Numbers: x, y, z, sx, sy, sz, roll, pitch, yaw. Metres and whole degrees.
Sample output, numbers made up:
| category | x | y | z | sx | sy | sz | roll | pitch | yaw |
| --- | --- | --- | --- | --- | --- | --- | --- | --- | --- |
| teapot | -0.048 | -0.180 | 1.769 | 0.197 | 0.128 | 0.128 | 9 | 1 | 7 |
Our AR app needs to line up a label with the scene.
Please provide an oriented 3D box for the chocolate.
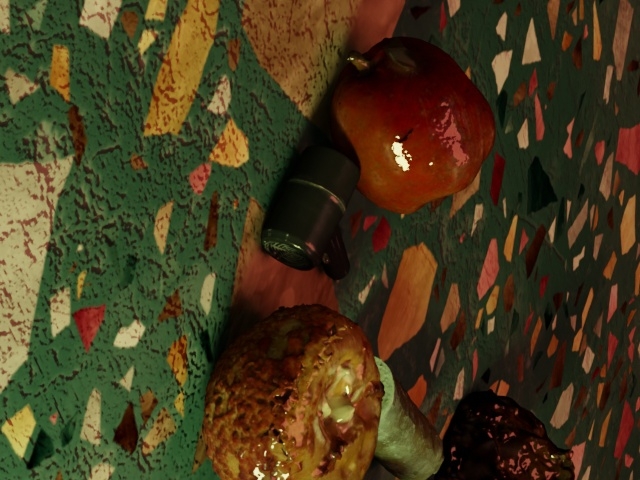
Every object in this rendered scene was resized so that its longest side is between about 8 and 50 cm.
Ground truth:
| category | x | y | z | sx | sy | sz | roll | pitch | yaw |
| --- | --- | --- | --- | --- | --- | --- | --- | --- | --- |
| chocolate | 0.289 | 0.337 | 2.395 | 0.224 | 0.177 | 0.206 | -63 | 151 | -30 |

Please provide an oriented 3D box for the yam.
| category | x | y | z | sx | sy | sz | roll | pitch | yaw |
| --- | --- | --- | --- | --- | --- | --- | --- | --- | --- |
| yam | 0.086 | 0.230 | 2.034 | 0.093 | 0.093 | 0.259 | -68 | 153 | -18 |

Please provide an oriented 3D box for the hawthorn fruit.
| category | x | y | z | sx | sy | sz | roll | pitch | yaw |
| --- | --- | --- | --- | --- | --- | --- | --- | --- | --- |
| hawthorn fruit | 0.089 | -0.135 | 1.793 | 0.202 | 0.185 | 0.185 | 52 | 53 | -34 |

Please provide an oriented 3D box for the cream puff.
| category | x | y | z | sx | sy | sz | roll | pitch | yaw |
| --- | --- | --- | --- | --- | --- | --- | --- | --- | --- |
| cream puff | -0.031 | 0.182 | 1.704 | 0.240 | 0.164 | 0.240 | 13 | 75 | -60 |

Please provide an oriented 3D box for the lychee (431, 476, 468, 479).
| category | x | y | z | sx | sy | sz | roll | pitch | yaw |
| --- | --- | --- | --- | --- | --- | --- | --- | --- | --- |
| lychee | 0.186 | 0.423 | 2.243 | 0.188 | 0.188 | 0.188 | -37 | 133 | -53 |

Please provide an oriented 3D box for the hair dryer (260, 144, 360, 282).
| category | x | y | z | sx | sy | sz | roll | pitch | yaw |
| --- | --- | --- | --- | --- | --- | --- | --- | --- | --- |
| hair dryer | 0.000 | 0.000 | 1.804 | 0.124 | 0.071 | 0.219 | -64 | 160 | -21 |
